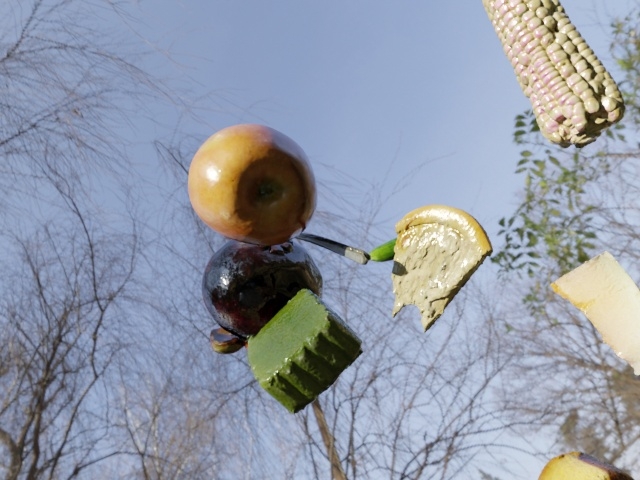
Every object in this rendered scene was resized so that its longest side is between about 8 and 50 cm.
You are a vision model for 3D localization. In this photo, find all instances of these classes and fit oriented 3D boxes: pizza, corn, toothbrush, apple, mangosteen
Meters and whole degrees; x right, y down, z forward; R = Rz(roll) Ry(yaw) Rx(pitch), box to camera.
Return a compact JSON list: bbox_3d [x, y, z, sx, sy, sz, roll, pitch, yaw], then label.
[{"bbox_3d":[0.191,0.050,0.959,0.034,0.181,0.262,-7,-51,-46],"label":"pizza"},{"bbox_3d":[0.372,-0.309,0.857,0.127,0.335,0.126,-20,-11,-4],"label":"corn"},{"bbox_3d":[0.000,0.000,1.061,0.030,0.297,0.030,-45,-55,-19],"label":"toothbrush"},{"bbox_3d":[-0.124,-0.101,0.998,0.254,0.253,0.253,-19,-51,-25],"label":"apple"},{"bbox_3d":[-0.189,0.186,1.655,0.382,0.382,0.435,-3,-58,-35],"label":"mangosteen"}]

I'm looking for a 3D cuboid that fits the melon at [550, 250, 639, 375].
[{"bbox_3d":[0.457,0.111,0.807,0.098,0.182,0.054,-33,-22,-10],"label":"melon"}]

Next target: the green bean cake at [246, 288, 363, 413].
[{"bbox_3d":[-0.046,0.272,1.313,0.250,0.247,0.156,-46,-67,-5],"label":"green bean cake"}]

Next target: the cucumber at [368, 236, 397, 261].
[{"bbox_3d":[0.234,0.000,1.354,0.250,0.056,0.056,-27,-48,-17],"label":"cucumber"}]

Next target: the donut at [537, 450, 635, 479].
[{"bbox_3d":[0.363,0.375,0.679,0.166,0.073,0.184,10,-105,-23],"label":"donut"}]
